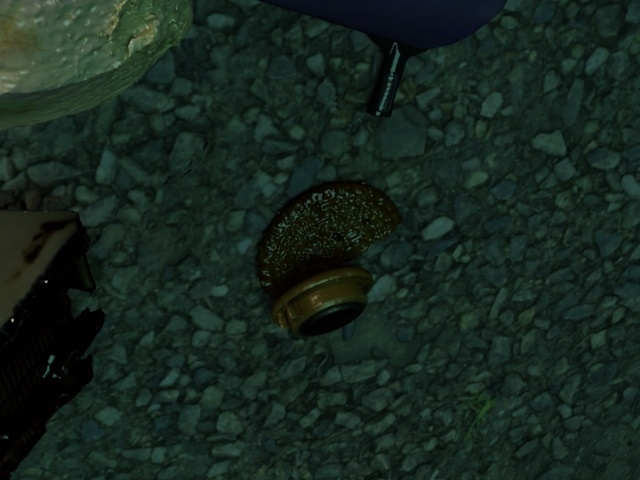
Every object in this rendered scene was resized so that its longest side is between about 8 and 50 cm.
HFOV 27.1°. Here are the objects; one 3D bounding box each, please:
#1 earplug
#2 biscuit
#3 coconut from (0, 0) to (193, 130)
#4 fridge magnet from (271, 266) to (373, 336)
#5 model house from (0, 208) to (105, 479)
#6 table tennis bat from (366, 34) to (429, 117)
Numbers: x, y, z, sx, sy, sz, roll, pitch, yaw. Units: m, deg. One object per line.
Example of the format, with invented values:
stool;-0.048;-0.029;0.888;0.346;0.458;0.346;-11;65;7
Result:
earplug;0.012;-0.307;1.283;0.456;0.215;0.215;-6;129;-59
biscuit;0.003;-0.012;1.709;0.206;0.025;0.126;-29;128;-5
coconut;-0.297;-0.256;1.256;0.309;0.297;0.298;-16;126;-19
fridge magnet;0.005;0.080;1.724;0.143;0.063;0.143;-19;157;-8
model house;-0.411;0.142;1.531;0.317;0.297;0.283;-60;153;-33
table tennis bat;0.103;-0.260;1.600;0.150;0.027;0.236;5;116;-27
